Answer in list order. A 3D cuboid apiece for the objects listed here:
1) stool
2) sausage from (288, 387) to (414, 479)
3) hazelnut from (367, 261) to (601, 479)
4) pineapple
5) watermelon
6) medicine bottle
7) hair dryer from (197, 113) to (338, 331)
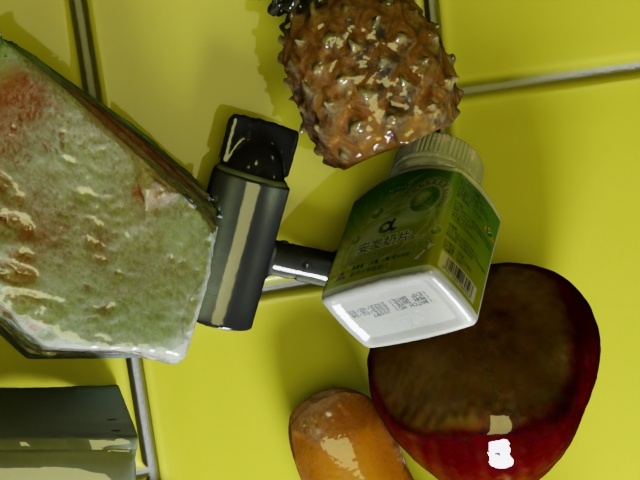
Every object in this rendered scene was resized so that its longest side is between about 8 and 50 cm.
[{"bbox_3d":[-0.251,0.264,1.046,0.170,0.269,0.244,2,92,-13],"label":"stool"},{"bbox_3d":[0.051,0.272,1.219,0.105,0.105,0.274,-25,106,-6],"label":"sausage"},{"bbox_3d":[0.168,0.130,1.169,0.229,0.229,0.229,-3,103,-12],"label":"hazelnut"},{"bbox_3d":[0.013,-0.209,1.097,0.158,0.158,0.279,-27,94,-6],"label":"pineapple"},{"bbox_3d":[-0.189,0.010,1.001,0.228,0.258,0.387,-49,143,-6],"label":"watermelon"},{"bbox_3d":[0.091,-0.005,1.119,0.132,0.188,0.088,-18,128,37],"label":"medicine bottle"},{"bbox_3d":[0.000,0.000,1.174,0.248,0.078,0.196,13,98,-25],"label":"hair dryer"}]
